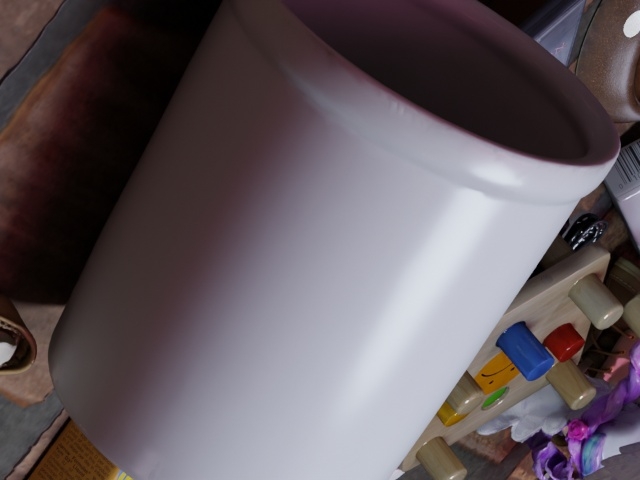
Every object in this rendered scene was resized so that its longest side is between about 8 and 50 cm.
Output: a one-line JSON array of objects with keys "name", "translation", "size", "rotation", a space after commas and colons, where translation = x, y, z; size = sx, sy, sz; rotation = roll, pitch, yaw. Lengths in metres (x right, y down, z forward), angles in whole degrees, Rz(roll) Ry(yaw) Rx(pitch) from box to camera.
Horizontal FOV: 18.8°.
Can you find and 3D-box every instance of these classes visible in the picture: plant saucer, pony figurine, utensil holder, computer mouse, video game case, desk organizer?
[{"name": "plant saucer", "translation": [0.398, -0.244, 2.065], "size": [0.310, 0.050, 0.310], "rotation": [-33, 147, -25]}, {"name": "pony figurine", "translation": [0.356, 0.236, 2.300], "size": [0.351, 0.303, 0.363], "rotation": [-29, 133, -31]}, {"name": "utensil holder", "translation": [0.000, 0.000, 1.530], "size": [0.327, 0.327, 0.385], "rotation": [-3, 130, -53]}, {"name": "computer mouse", "translation": [0.191, 0.013, 2.100], "size": [0.184, 0.060, 0.262], "rotation": [-45, 154, 20]}, {"name": "video game case", "translation": [0.164, -0.123, 1.845], "size": [0.196, 0.026, 0.274], "rotation": [-41, 166, -13]}, {"name": "desk organizer", "translation": [0.199, -0.228, 1.804], "size": [0.130, 0.050, 0.047], "rotation": [-54, 151, 11]}]

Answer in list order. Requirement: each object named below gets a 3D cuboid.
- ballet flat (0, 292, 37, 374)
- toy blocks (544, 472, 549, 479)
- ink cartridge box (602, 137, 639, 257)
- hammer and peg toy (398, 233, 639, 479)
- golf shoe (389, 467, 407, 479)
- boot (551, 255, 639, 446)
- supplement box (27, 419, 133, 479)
[{"name": "ballet flat", "translation": [-0.298, 0.065, 1.459], "size": [0.232, 0.073, 0.080], "rotation": [9, 118, -57]}, {"name": "toy blocks", "translation": [0.528, 0.349, 2.738], "size": [0.309, 0.288, 0.260], "rotation": [-51, 148, -1]}, {"name": "ink cartridge box", "translation": [0.509, -0.088, 2.297], "size": [0.324, 0.071, 0.330], "rotation": [-29, 154, 6]}, {"name": "hammer and peg toy", "translation": [0.234, 0.098, 2.082], "size": [0.361, 0.127, 0.266], "rotation": [-30, 153, -18]}, {"name": "golf shoe", "translation": [0.041, 0.240, 2.143], "size": [0.198, 0.077, 0.094], "rotation": [-34, 149, -26]}, {"name": "boot", "translation": [0.348, 0.147, 2.439], "size": [0.203, 0.095, 0.262], "rotation": [-40, 154, -12]}, {"name": "supplement box", "translation": [-0.207, 0.217, 1.772], "size": [0.233, 0.080, 0.078], "rotation": [-55, 153, 9]}]
